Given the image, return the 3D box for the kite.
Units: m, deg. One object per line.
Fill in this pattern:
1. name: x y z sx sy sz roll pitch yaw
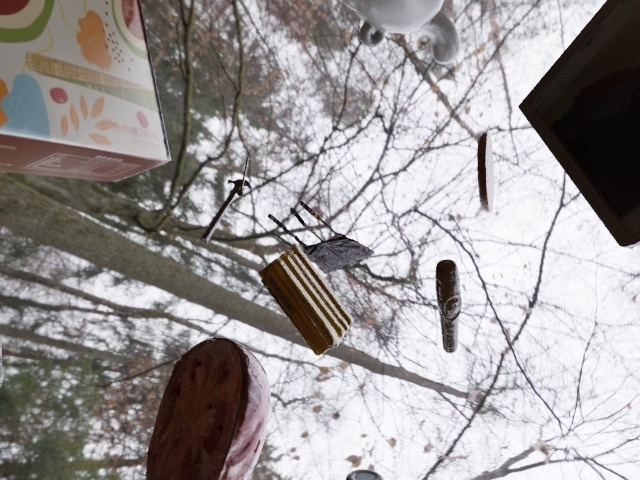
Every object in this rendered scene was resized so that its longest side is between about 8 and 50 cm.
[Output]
1. kite: 0.000 0.000 1.086 0.152 0.285 0.015 -26 -134 25

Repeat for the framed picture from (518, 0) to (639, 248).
1. framed picture: 0.284 -0.144 0.346 0.265 0.018 0.192 -59 -142 45

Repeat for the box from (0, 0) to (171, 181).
1. box: -0.381 -0.264 0.553 0.122 0.385 0.345 -13 -92 23

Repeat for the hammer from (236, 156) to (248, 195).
1. hammer: -0.215 -0.180 1.296 0.019 0.035 0.110 13 -68 -3

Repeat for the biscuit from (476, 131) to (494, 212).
1. biscuit: 0.520 -0.212 1.461 0.037 0.262 0.262 0 -111 26

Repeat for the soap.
1. soap: -0.045 0.181 1.449 0.096 0.204 0.325 -37 -92 22

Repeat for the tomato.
1. tomato: -0.197 0.362 0.912 0.338 0.143 0.339 -32 -136 37

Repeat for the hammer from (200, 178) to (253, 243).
1. hammer: -0.328 -0.107 1.569 0.125 0.027 0.297 6 -130 24

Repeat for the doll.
1. doll: 0.145 -0.361 0.594 0.159 0.310 0.243 31 -89 46

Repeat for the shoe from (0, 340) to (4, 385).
1. shoe: -0.461 0.161 0.605 0.064 0.071 0.143 -53 -134 10

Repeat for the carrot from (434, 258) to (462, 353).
1. carrot: 0.343 0.195 1.233 0.070 0.343 0.070 -9 -146 6

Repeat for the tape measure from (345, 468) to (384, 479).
1. tape measure: 0.117 0.644 1.097 0.104 0.107 0.180 -16 -96 17
